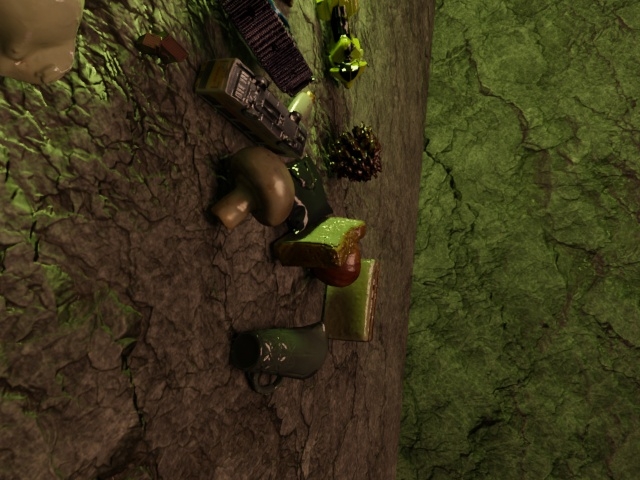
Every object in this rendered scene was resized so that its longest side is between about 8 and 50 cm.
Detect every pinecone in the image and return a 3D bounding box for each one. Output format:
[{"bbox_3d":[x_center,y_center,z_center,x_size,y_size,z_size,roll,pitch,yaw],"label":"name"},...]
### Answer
[{"bbox_3d":[0.125,-0.312,1.661,0.221,0.222,0.221,3,90,-65],"label":"pinecone"}]

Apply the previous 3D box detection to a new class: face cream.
[{"bbox_3d":[-0.068,-0.403,1.404,0.182,0.051,0.072,-63,142,-43],"label":"face cream"}]

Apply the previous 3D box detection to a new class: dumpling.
[{"bbox_3d":[-0.413,-0.334,0.582,0.193,0.147,0.257,-20,120,-30],"label":"dumpling"}]

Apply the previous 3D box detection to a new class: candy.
[{"bbox_3d":[0.118,0.225,1.725,0.135,0.180,0.320,32,64,-64],"label":"candy"}]

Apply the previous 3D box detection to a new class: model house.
[{"bbox_3d":[-0.307,-0.376,0.881,0.083,0.058,0.057,42,55,-60],"label":"model house"}]

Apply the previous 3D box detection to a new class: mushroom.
[{"bbox_3d":[-0.164,-0.121,1.112,0.206,0.209,0.206,61,10,-20],"label":"mushroom"}]

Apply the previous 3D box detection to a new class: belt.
[{"bbox_3d":[-0.138,-0.497,1.062,0.325,0.122,0.260,46,15,-45],"label":"belt"}]

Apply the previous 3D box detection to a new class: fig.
[{"bbox_3d":[0.041,0.070,1.555,0.205,0.205,0.205,3,90,-65],"label":"fig"}]

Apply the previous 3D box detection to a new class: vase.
[{"bbox_3d":[-0.124,0.325,1.276,0.251,0.156,0.301,-60,148,3],"label":"vase"}]

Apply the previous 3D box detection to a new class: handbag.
[{"bbox_3d":[-0.054,-0.149,1.386,0.254,0.089,0.210,-34,104,-57],"label":"handbag"}]

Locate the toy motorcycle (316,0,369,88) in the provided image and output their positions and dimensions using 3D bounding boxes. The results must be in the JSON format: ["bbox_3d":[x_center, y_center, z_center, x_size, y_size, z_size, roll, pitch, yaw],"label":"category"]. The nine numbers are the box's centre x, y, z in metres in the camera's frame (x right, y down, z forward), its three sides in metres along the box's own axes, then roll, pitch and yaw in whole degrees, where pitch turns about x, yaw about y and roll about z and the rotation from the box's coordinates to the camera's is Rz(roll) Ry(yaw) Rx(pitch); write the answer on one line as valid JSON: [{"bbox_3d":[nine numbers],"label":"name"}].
[{"bbox_3d":[0.076,-0.698,1.587,0.206,0.143,0.342,-122,-162,-61],"label":"toy motorcycle"}]

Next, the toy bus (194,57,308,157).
[{"bbox_3d":[-0.154,-0.312,1.123,0.342,0.138,0.097,32,69,-61],"label":"toy bus"}]

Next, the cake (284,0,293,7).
[{"bbox_3d":[-0.130,-0.746,1.250,0.246,0.135,0.112,-108,-152,-77],"label":"cake"}]

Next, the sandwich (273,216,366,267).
[{"bbox_3d":[0.000,-0.001,1.385,0.251,0.226,0.087,-41,126,-59],"label":"sandwich"}]
